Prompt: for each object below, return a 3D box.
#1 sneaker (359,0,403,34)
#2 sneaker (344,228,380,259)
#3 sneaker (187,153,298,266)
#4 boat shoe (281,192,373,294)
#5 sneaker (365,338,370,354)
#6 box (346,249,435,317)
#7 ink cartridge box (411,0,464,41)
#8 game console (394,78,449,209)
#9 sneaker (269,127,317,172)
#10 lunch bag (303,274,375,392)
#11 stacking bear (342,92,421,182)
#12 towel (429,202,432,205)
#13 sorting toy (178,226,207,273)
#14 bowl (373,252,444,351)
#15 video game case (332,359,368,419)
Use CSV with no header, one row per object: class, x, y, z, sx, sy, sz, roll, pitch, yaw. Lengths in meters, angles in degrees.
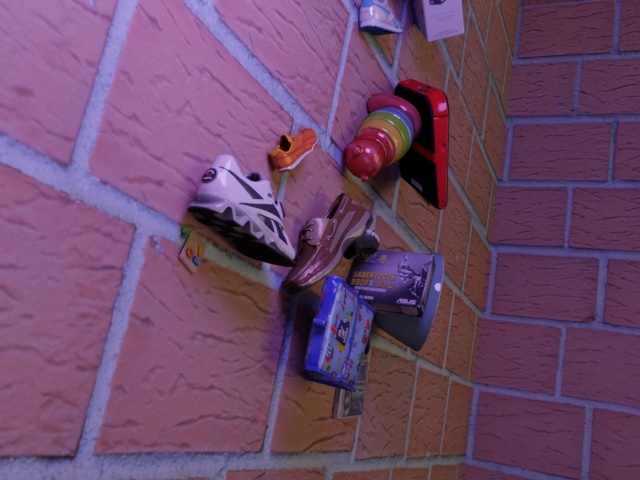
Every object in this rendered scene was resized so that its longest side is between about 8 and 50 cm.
sneaker,0.180,-0.642,1.837,0.229,0.088,0.092,-21,111,-64
sneaker,0.092,0.007,1.768,0.234,0.078,0.106,30,69,-58
sneaker,-0.120,-0.052,1.257,0.330,0.123,0.146,49,52,-56
boat shoe,0.000,0.000,1.549,0.120,0.123,0.324,51,49,-11
sneaker,0.130,0.251,1.903,0.089,0.051,0.170,-48,132,-45
box,0.195,0.116,1.810,0.056,0.231,0.183,65,38,-49
ink cartridge box,0.361,-0.828,2.045,0.223,0.129,0.307,-97,173,-55
game console,0.313,-0.308,1.967,0.386,0.060,0.341,-116,-164,-67
sneaker,-0.056,-0.219,1.439,0.175,0.064,0.067,-56,132,-50
lunch bag,0.023,0.220,1.518,0.293,0.138,0.220,58,45,-66
stacking bear,0.158,-0.273,1.778,0.289,0.164,0.175,-50,137,-44
towel,0.416,-0.320,2.431,0.312,0.056,0.324,41,55,-62
sorting toy,-0.235,0.014,1.155,0.083,0.012,0.062,62,40,-48
bowl,0.254,0.168,1.950,0.311,0.163,0.311,-165,-90,-89
video game case,0.092,0.436,1.886,0.190,0.022,0.173,26,71,-63
